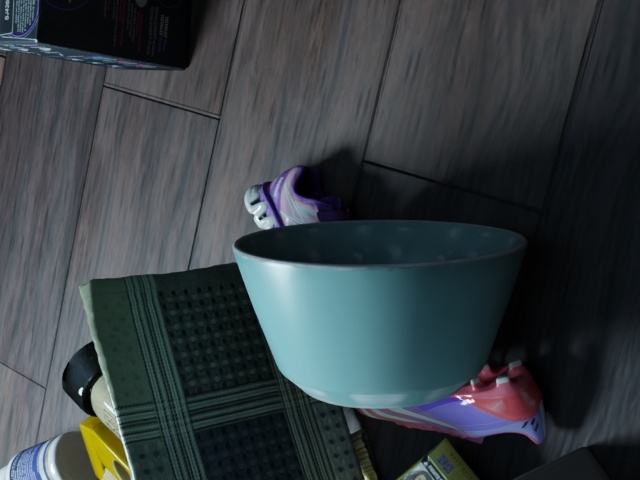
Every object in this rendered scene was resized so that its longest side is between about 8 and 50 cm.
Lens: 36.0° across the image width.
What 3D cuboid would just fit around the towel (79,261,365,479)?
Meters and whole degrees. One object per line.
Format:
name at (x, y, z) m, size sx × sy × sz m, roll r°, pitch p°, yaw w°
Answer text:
towel at (-0.111, 0.180, 1.159) m, size 0.056 × 0.312 × 0.324 m, roll -33°, pitch 68°, yaw 48°

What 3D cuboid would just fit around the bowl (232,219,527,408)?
bowl at (0.065, 0.076, 1.058) m, size 0.311 × 0.311 × 0.163 m, roll 4°, pitch 101°, yaw 36°

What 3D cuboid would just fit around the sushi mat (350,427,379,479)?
sushi mat at (-0.038, 0.370, 1.300) m, size 0.316 × 0.019 × 0.152 m, roll -30°, pitch 74°, yaw 32°

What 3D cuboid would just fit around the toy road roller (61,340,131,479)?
toy road roller at (-0.173, 0.245, 1.310) m, size 0.202 × 0.240 × 0.330 m, roll 35°, pitch 142°, yaw 33°

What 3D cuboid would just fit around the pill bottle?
pill bottle at (-0.429, 0.363, 1.536) m, size 0.169 × 0.094 × 0.094 m, roll -25°, pitch 76°, yaw 33°

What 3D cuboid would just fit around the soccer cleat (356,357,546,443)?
soccer cleat at (0.142, 0.195, 1.137) m, size 0.248 × 0.083 × 0.095 m, roll -12°, pitch 104°, yaw 39°

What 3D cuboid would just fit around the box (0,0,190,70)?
box at (-0.319, -0.328, 1.342) m, size 0.143 × 0.270 × 0.165 m, roll 8°, pitch 95°, yaw 36°

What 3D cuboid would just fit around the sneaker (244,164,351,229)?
sneaker at (0.000, 0.000, 1.230) m, size 0.104 × 0.095 × 0.236 m, roll -40°, pitch 67°, yaw 21°

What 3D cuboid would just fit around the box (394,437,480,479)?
box at (0.089, 0.334, 1.157) m, size 0.087 × 0.058 × 0.232 m, roll 51°, pitch 122°, yaw 12°

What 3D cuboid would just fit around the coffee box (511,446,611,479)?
coffee box at (0.174, 0.458, 0.953) m, size 0.338 × 0.334 × 0.338 m, roll -45°, pitch 66°, yaw 27°
